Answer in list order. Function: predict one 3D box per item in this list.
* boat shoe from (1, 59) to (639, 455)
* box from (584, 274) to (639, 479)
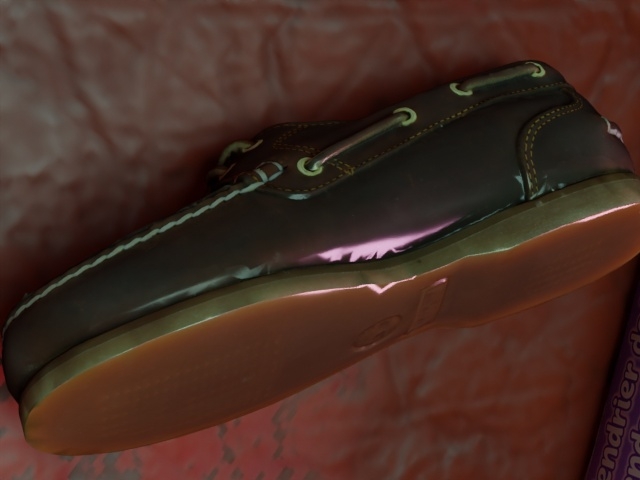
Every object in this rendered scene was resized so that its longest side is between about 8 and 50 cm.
[{"bbox_3d":[0.000,0.000,0.460,0.207,0.073,0.073,-17,64,-26],"label":"boat shoe"},{"bbox_3d":[0.237,0.078,0.579,0.293,0.057,0.201,17,86,-26],"label":"box"}]
